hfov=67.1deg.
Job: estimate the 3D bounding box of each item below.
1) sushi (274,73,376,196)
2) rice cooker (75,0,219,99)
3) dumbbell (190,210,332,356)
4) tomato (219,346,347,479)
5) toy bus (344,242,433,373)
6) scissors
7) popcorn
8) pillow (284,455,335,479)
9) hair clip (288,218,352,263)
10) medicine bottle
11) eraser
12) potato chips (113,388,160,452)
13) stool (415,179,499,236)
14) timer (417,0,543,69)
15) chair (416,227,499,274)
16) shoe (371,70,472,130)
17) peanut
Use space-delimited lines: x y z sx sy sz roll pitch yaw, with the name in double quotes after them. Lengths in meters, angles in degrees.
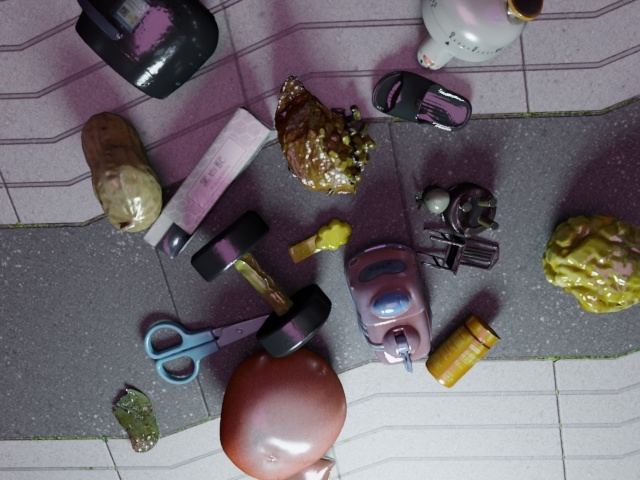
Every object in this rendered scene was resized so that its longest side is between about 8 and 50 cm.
0.008 -0.233 1.127 0.179 0.167 0.297 -24 98 31 "sushi"
-0.358 -0.454 1.023 0.267 0.267 0.224 43 101 -10 "rice cooker"
-0.141 0.105 1.187 0.203 0.204 0.322 -38 98 11 "dumbbell"
-0.097 0.455 1.253 0.341 0.273 0.342 0 105 2 "tomato"
0.176 0.165 1.187 0.197 0.232 0.294 -14 105 6 "toy bus"
-0.260 0.260 1.331 0.446 0.029 0.193 -19 104 4 "scissors"
0.669 0.051 1.163 0.249 0.225 0.250 2 98 17 "popcorn"
-0.051 0.699 1.422 0.171 0.075 0.179 12 103 4 "pillow"
0.000 0.000 1.242 0.173 0.046 0.072 -23 108 6 "hair clip"
0.376 0.295 1.289 0.096 0.096 0.192 39 103 -9 "medicine bottle"
-0.273 -0.140 1.183 0.096 0.098 0.404 39 102 -8 "eraser"
-0.541 0.526 1.415 0.142 0.026 0.209 9 105 1 "potato chips"
0.340 -0.081 1.176 0.217 0.121 0.125 18 107 -9 "stool"
0.321 -0.496 1.043 0.233 0.240 0.234 3 81 -17 "timer"
0.360 0.037 1.214 0.212 0.101 0.084 14 106 -1 "chair"
0.243 -0.323 1.123 0.240 0.093 0.108 16 107 -5 "shoe"
-0.462 -0.168 1.126 0.159 0.143 0.292 -33 74 49 "peanut"
